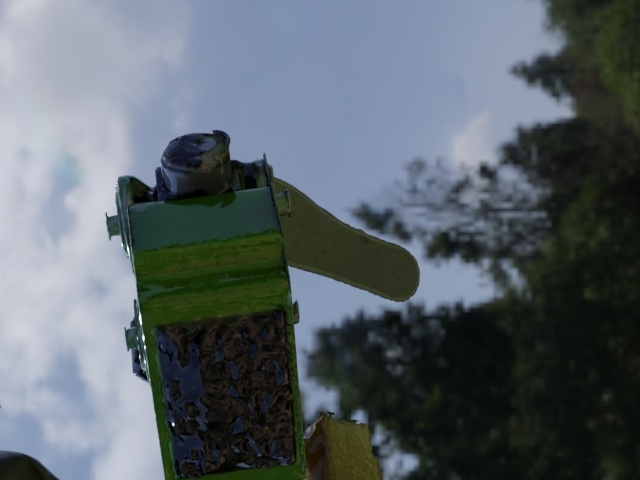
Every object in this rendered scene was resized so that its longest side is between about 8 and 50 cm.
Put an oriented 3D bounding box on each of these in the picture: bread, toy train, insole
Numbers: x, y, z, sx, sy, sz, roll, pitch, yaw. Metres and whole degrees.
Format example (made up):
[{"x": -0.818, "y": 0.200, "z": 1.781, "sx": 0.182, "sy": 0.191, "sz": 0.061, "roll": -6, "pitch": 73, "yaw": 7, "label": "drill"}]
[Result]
[{"x": -0.022, "y": 0.355, "z": 1.805, "sx": 0.111, "sy": 0.239, "sz": 0.246, "roll": 27, "pitch": -148, "yaw": -33, "label": "bread"}, {"x": -0.101, "y": 0.066, "z": 1.422, "sx": 0.249, "sy": 0.174, "sz": 0.307, "roll": -104, "pitch": 9, "yaw": -57, "label": "toy train"}, {"x": 0.000, "y": 0.000, "z": 1.523, "sx": 0.003, "sy": 0.232, "sz": 0.080, "roll": -27, "pitch": 40, "yaw": 62, "label": "insole"}]

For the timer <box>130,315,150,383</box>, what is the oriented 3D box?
[{"x": -0.162, "y": 0.078, "z": 1.886, "sx": 0.055, "sy": 0.187, "sz": 0.144, "roll": 34, "pitch": -163, "yaw": -24, "label": "timer"}]

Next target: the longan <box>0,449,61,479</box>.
[{"x": -0.346, "y": 0.338, "z": 1.701, "sx": 0.212, "sy": 0.198, "sz": 0.198, "roll": 62, "pitch": -154, "yaw": -28, "label": "longan"}]
